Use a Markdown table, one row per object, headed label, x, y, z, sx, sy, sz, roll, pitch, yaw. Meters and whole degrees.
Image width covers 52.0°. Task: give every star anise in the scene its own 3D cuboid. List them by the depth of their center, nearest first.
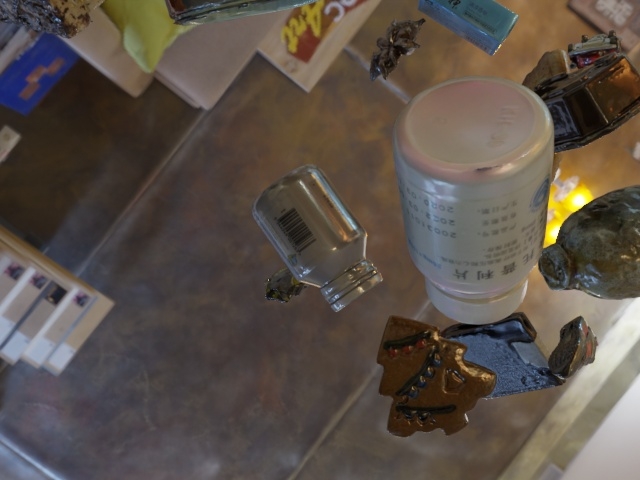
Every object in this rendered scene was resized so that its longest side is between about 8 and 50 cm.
| label | x | y | z | sx | sy | sz | roll | pitch | yaw |
| --- | --- | --- | --- | --- | --- | --- | --- | --- | --- |
| star anise | 0.185 | -0.491 | 1.677 | 0.195 | 0.065 | 0.182 | 16 | -99 | 55 |

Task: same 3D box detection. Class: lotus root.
| label | x | y | z | sx | sy | sz | roll | pitch | yaw |
| --- | --- | --- | --- | --- | --- | --- | --- | --- | --- |
| lotus root | 0.528 | -0.010 | 1.053 | 0.350 | 0.174 | 0.175 | -21 | 179 | -11 |

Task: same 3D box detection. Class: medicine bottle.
| label | x | y | z | sx | sy | sz | roll | pitch | yaw |
| --- | --- | --- | --- | --- | --- | --- | --- | --- | --- |
| medicine bottle | 0.181 | -0.033 | 0.782 | 0.170 | 0.170 | 0.292 | -55 | 150 | -29 |
| medicine bottle | 0.000 | 0.000 | 1.033 | 0.135 | 0.215 | 0.135 | -34 | 174 | -4 |

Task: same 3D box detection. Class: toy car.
| label | x | y | z | sx | sy | sz | roll | pitch | yaw |
| --- | --- | --- | --- | --- | --- | --- | --- | --- | --- |
| toy car | 0.635 | -0.412 | 1.503 | 0.112 | 0.112 | 0.139 | -1 | -154 | 34 |

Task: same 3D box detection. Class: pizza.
| label | x | y | z | sx | sy | sz | roll | pitch | yaw |
| --- | --- | --- | --- | --- | --- | --- | --- | --- | --- |
| pizza | 0.562 | -0.282 | 1.703 | 0.278 | 0.114 | 0.408 | -135 | -127 | -77 |

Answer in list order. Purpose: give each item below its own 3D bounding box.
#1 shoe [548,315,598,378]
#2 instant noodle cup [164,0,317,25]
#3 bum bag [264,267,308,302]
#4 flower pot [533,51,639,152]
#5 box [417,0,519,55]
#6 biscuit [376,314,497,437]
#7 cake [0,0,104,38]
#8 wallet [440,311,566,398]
| label | x | y | z | sx | sy | sz | roll | pitch | yaw |
| --- | --- | --- | --- | --- | --- | --- | --- | --- | --- |
| shoe | 0.524 | 0.229 | 1.332 | 0.074 | 0.077 | 0.194 | -44 | 179 | 37 |
| instant noodle cup | -0.091 | -0.388 | 0.791 | 0.297 | 0.213 | 0.296 | -10 | -163 | 3 |
| bum bag | -0.041 | 0.072 | 1.607 | 0.232 | 0.060 | 0.106 | -40 | -135 | 1 |
| flower pot | 0.378 | -0.207 | 0.997 | 0.179 | 0.084 | 0.251 | -35 | -172 | -14 |
| box | 0.354 | -0.554 | 1.596 | 0.083 | 0.232 | 0.142 | -56 | 177 | 8 |
| biscuit | 0.230 | 0.305 | 1.492 | 0.278 | 0.301 | 0.043 | -35 | 178 | 7 |
| cake | -0.413 | -0.372 | 0.890 | 0.112 | 0.246 | 0.135 | -57 | 149 | -26 |
| wallet | 0.454 | 0.297 | 1.666 | 0.262 | 0.220 | 0.071 | -24 | -168 | 46 |
